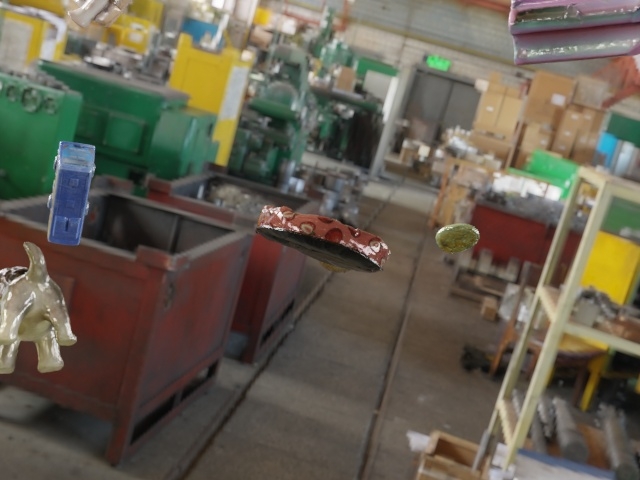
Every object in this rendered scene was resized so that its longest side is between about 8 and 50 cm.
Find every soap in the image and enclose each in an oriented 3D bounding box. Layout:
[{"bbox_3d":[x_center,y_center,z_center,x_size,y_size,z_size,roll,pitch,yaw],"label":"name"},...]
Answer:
[{"bbox_3d":[0.470,-0.387,1.462,0.324,0.192,0.109,-2,-36,21],"label":"soap"}]

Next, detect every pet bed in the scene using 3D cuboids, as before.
[{"bbox_3d":[0.000,0.000,1.339,0.201,0.053,0.201,17,-8,2],"label":"pet bed"}]

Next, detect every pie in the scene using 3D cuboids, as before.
[{"bbox_3d":[0.252,-0.005,1.695,0.084,0.084,0.021,12,52,-18],"label":"pie"}]

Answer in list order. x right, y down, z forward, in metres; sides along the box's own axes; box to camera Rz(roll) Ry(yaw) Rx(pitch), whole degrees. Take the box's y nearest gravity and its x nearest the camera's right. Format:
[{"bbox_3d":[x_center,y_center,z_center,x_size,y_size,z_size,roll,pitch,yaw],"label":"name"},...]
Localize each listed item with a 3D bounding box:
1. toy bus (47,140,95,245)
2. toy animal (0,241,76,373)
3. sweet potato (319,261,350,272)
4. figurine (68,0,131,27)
[{"bbox_3d":[-0.493,-0.088,1.811,0.079,0.236,0.094,12,45,-12],"label":"toy bus"},{"bbox_3d":[-0.440,0.109,1.368,0.121,0.168,0.233,0,-14,-26],"label":"toy animal"},{"bbox_3d":[0.070,0.042,2.039,0.059,0.069,0.249,61,21,16],"label":"sweet potato"},{"bbox_3d":[-0.378,-0.446,1.447,0.162,0.141,0.237,46,-7,18],"label":"figurine"}]
